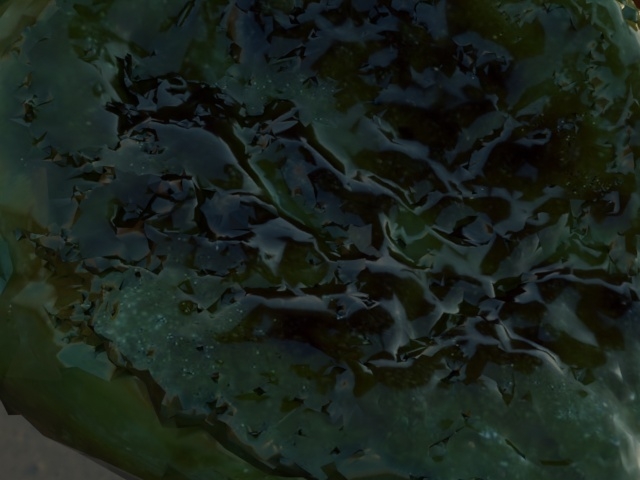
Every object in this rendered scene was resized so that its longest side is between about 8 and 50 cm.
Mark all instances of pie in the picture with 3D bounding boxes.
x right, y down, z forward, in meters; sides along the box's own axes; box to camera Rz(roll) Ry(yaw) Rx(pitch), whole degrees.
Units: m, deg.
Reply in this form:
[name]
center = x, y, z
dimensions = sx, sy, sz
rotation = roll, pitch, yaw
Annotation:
[pie]
center = 0.016, -0.015, 0.620
dimensions = 0.354, 0.103, 0.288
rotation = 14, 54, -10

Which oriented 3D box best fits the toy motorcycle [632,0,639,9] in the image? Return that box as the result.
[toy motorcycle]
center = 0.128, -0.234, 0.788
dimensions = 0.147, 0.221, 0.326
rotation = -11, 66, -42
